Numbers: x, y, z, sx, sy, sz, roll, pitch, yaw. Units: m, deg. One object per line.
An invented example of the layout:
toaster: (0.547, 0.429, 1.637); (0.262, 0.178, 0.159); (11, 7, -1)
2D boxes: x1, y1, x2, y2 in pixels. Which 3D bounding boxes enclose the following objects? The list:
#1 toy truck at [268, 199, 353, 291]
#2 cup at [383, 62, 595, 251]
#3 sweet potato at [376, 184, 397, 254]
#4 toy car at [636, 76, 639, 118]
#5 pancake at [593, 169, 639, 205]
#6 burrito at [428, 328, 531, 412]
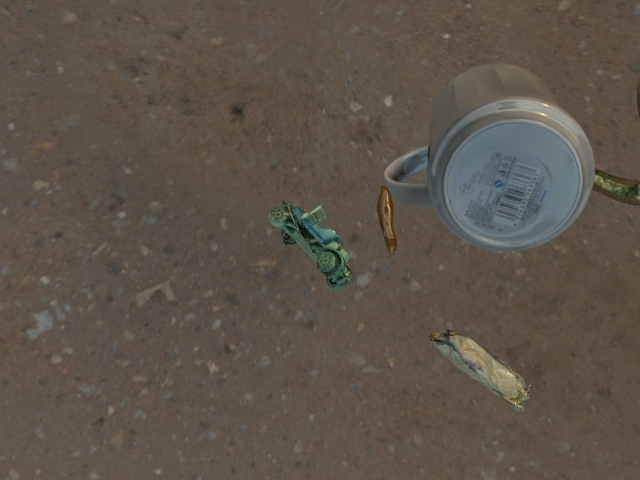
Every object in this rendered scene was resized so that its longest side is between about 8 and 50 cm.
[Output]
toy truck: (-0.001, -0.001, 1.053); (0.078, 0.080, 0.154); (-43, 61, -7)
cup: (0.253, -0.129, 1.154); (0.323, 0.326, 0.236); (-19, 110, 17)
sweet potato: (0.095, -0.027, 1.014); (0.026, 0.026, 0.115); (-8, 63, 3)
toy car: (0.679, -0.335, 1.374); (0.101, 0.256, 0.124); (8, 139, 28)
pancake: (0.504, -0.139, 1.377); (0.197, 0.377, 0.054); (17, 101, -36)
burrito: (0.316, 0.249, 1.408); (0.230, 0.058, 0.063); (37, 113, 10)
